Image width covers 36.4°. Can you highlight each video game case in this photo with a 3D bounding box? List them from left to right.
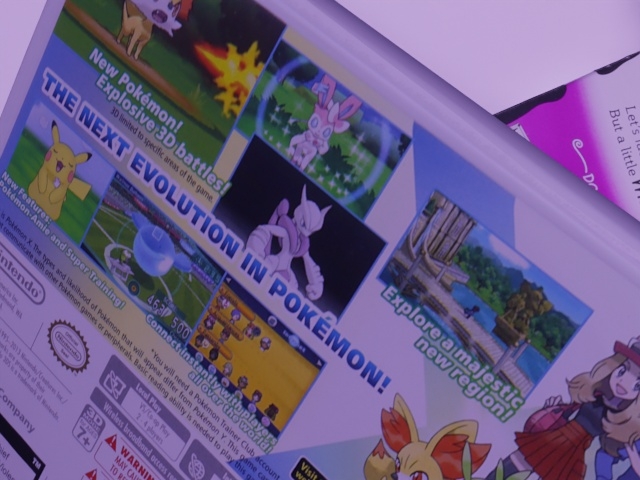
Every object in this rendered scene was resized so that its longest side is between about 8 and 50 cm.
[{"bbox_3d":[-0.031,0.061,0.397,0.329,0.036,0.300,41,116,21],"label":"video game case"}]

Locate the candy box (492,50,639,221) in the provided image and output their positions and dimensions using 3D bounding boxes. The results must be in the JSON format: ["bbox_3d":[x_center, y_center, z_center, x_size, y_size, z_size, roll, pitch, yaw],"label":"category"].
[{"bbox_3d":[0.150,0.002,0.416,0.233,0.071,0.159,-23,84,-7],"label":"candy box"}]
